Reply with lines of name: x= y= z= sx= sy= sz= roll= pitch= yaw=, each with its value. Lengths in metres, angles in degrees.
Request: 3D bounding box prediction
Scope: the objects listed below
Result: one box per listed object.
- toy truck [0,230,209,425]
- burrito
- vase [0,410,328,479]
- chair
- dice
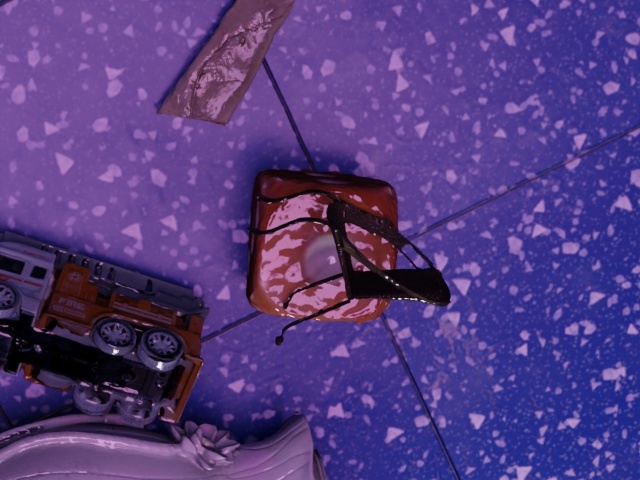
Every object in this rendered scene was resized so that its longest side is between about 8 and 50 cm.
toy truck: x=-0.311 y=0.091 z=1.818 sx=0.338 sy=0.184 sz=0.133 roll=18 pitch=129 yaw=-8
burrito: x=-0.108 y=-0.230 z=1.834 sx=0.087 sy=0.060 sz=0.226 roll=32 pitch=97 yaw=-10
vase: x=-0.213 y=0.333 z=1.864 sx=0.446 sy=0.250 sz=0.249 roll=-6 pitch=104 yaw=-13
chair: x=0.036 y=0.022 z=1.686 sx=0.213 sy=0.174 sz=0.149 roll=-6 pitch=108 yaw=5
dice: x=0.000 y=0.000 z=1.849 sx=0.175 sy=0.179 sz=0.173 roll=4 pitch=103 yaw=-6
